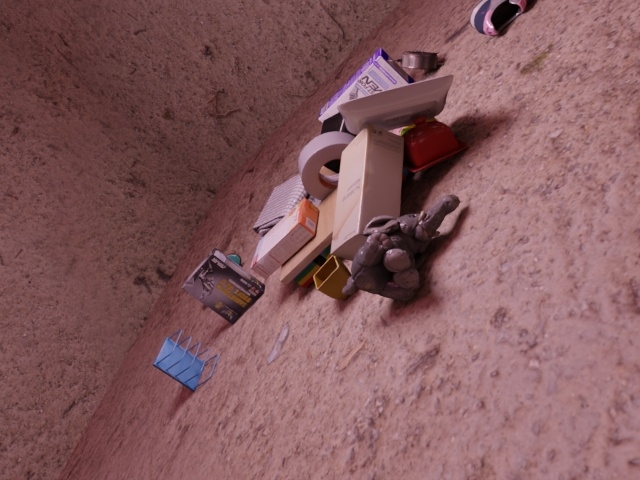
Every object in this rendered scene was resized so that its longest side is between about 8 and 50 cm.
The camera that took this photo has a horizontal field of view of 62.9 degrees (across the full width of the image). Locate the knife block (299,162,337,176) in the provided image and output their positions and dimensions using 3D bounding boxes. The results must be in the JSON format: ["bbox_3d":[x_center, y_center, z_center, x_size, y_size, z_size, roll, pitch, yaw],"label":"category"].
[{"bbox_3d":[-0.013,-0.240,2.041,0.242,0.088,0.276,-48,20,14],"label":"knife block"}]

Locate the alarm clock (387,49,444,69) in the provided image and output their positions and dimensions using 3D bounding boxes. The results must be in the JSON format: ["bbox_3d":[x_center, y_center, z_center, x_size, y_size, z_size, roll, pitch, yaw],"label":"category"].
[{"bbox_3d":[0.332,-0.643,1.863,0.129,0.192,0.064,-111,19,-65],"label":"alarm clock"}]

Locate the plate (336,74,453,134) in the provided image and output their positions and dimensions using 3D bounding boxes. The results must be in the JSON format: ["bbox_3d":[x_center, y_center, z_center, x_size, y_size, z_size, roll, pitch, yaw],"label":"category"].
[{"bbox_3d":[0.193,-0.328,1.334,0.278,0.045,0.277,-13,-3,8],"label":"plate"}]

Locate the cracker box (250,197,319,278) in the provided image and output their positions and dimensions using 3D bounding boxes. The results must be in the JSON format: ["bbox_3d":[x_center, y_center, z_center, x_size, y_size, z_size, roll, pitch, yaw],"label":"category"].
[{"bbox_3d":[-0.108,-0.006,1.600,0.232,0.067,0.156,-41,21,26],"label":"cracker box"}]

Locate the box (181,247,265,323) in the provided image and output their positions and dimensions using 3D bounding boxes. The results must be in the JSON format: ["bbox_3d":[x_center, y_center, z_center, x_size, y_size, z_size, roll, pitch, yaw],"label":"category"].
[{"bbox_3d":[-0.342,0.162,1.848,0.183,0.231,0.056,-45,17,17],"label":"box"}]

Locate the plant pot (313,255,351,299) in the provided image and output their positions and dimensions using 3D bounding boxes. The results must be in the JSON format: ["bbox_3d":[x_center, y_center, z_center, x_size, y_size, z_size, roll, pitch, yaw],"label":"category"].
[{"bbox_3d":[0.043,0.101,1.318,0.081,0.083,0.081,-48,20,12],"label":"plant pot"}]

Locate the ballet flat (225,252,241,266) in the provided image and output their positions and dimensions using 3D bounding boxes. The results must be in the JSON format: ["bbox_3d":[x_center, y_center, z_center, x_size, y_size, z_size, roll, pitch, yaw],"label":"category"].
[{"bbox_3d":[-0.448,0.157,2.314,0.280,0.095,0.096,-49,8,9],"label":"ballet flat"}]

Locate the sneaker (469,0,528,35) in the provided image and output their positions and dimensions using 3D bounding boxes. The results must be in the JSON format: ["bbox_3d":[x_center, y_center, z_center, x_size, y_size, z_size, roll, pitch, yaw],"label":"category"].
[{"bbox_3d":[0.602,-0.742,1.560,0.319,0.112,0.131,-47,37,22],"label":"sneaker"}]

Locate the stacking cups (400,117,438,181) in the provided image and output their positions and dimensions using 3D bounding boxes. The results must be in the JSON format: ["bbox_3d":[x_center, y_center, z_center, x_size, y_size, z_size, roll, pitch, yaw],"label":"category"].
[{"bbox_3d":[0.223,-0.216,1.470,0.316,0.096,0.096,-58,20,-13],"label":"stacking cups"}]

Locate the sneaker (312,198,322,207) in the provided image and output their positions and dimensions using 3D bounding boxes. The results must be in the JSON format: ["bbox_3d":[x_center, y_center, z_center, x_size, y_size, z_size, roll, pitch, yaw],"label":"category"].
[{"bbox_3d":[-0.009,-0.093,1.739,0.229,0.086,0.132,-59,8,-20],"label":"sneaker"}]

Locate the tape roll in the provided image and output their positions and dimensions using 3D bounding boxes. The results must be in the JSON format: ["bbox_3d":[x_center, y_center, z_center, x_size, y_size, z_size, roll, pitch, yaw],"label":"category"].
[{"bbox_3d":[0.043,-0.227,1.628,0.219,0.219,0.072,-43,37,24],"label":"tape roll"}]

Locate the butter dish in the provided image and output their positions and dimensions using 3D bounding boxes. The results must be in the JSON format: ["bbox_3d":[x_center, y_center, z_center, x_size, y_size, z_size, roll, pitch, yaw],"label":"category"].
[{"bbox_3d":[0.271,-0.263,1.348,0.160,0.118,0.160,-25,24,-1],"label":"butter dish"}]

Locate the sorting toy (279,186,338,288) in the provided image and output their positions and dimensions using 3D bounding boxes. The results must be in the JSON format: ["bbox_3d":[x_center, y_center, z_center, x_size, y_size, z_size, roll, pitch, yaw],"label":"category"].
[{"bbox_3d":[0.000,0.000,1.584,0.255,0.089,0.257,-44,20,22],"label":"sorting toy"}]

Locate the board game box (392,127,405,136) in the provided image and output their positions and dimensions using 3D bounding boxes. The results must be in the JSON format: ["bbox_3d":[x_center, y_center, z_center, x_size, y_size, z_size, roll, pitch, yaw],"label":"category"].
[{"bbox_3d":[0.245,-0.292,1.613,0.193,0.045,0.147,-57,18,-14],"label":"board game box"}]

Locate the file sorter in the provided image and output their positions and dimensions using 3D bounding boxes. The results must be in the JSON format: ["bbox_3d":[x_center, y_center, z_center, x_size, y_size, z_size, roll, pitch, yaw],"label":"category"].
[{"bbox_3d":[-0.447,0.401,1.763,0.104,0.170,0.118,-35,25,31],"label":"file sorter"}]

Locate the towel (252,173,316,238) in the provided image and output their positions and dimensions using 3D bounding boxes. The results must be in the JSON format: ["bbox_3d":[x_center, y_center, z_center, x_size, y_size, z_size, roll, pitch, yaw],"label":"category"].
[{"bbox_3d":[-0.120,-0.117,2.025,0.283,0.121,0.235,-20,38,54],"label":"towel"}]

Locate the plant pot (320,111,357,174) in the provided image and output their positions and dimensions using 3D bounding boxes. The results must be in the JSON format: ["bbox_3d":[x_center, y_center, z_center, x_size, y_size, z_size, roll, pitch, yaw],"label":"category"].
[{"bbox_3d":[0.097,-0.323,1.821,0.187,0.188,0.167,-5,61,64],"label":"plant pot"}]

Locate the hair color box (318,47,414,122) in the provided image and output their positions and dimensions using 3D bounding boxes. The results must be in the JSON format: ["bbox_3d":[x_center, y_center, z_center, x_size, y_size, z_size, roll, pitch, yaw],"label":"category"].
[{"bbox_3d":[0.173,-0.538,2.002,0.339,0.185,0.110,-40,24,32],"label":"hair color box"}]

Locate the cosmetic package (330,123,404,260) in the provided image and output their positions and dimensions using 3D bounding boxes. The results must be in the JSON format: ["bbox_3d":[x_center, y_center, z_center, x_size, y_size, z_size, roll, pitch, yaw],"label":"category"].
[{"bbox_3d":[0.119,-0.114,1.319,0.160,0.113,0.309,139,144,-58],"label":"cosmetic package"}]

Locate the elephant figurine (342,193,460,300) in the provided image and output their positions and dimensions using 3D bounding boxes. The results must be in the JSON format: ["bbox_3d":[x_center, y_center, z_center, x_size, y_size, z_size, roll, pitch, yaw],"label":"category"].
[{"bbox_3d":[0.176,0.008,1.134,0.239,0.186,0.169,-55,-26,-42],"label":"elephant figurine"}]
